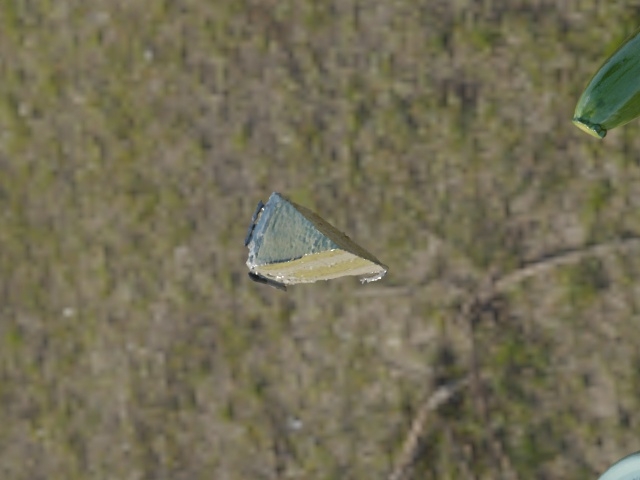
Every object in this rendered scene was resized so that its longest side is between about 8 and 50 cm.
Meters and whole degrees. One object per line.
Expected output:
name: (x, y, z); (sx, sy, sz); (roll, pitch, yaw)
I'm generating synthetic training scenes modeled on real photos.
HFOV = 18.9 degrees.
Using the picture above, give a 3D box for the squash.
squash: (0.280, -0.153, 1.513); (0.066, 0.201, 0.066); (48, 178, 2)

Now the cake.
cake: (0.000, 0.000, 1.349); (0.121, 0.052, 0.065); (-3, 65, 54)

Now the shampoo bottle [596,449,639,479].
shampoo bottle: (0.208, 0.132, 0.812); (0.069, 0.191, 0.041); (-43, 35, 53)
